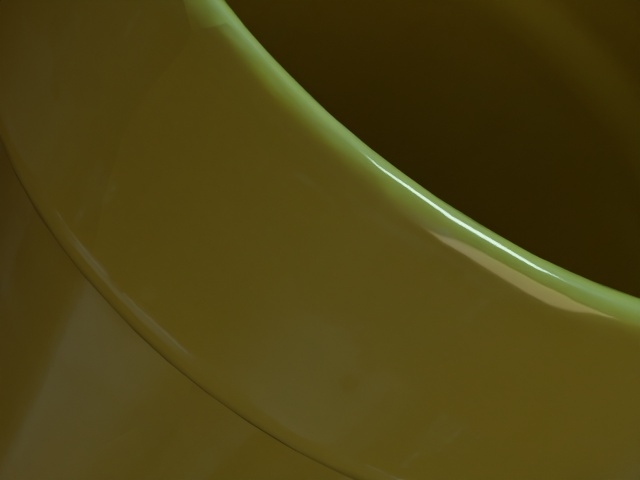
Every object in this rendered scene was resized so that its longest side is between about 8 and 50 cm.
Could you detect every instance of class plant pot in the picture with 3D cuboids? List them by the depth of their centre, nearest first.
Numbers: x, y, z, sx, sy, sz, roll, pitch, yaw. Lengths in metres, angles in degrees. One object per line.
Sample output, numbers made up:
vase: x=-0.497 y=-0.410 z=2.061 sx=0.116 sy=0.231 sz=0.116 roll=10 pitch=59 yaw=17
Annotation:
plant pot: x=0.000 y=0.000 z=0.518 sx=0.254 sy=0.254 sz=0.239 roll=11 pitch=134 yaw=-31
